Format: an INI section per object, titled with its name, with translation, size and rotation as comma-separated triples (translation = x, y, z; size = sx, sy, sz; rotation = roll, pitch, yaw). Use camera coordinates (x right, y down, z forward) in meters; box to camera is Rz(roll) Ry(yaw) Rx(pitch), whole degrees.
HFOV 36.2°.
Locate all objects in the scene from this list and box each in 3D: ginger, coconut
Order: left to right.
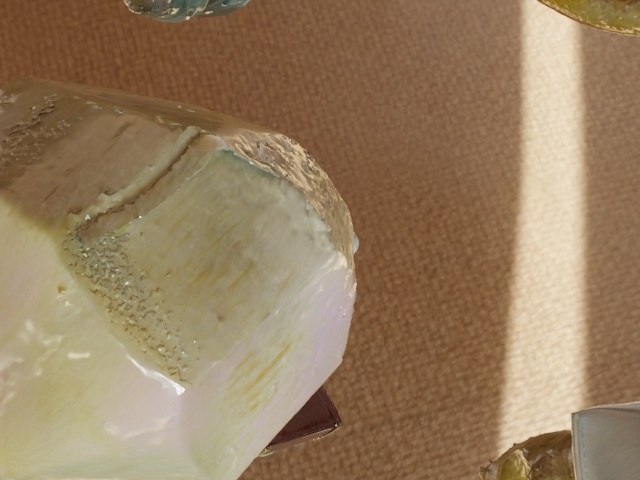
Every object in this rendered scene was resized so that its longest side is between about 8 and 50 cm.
[coconut]
translation = -0.155, 0.038, 0.732
size = 0.352, 0.352, 0.352
rotation = 1, 65, -2
[ginger]
translation = 0.236, 0.235, 0.936
size = 0.157, 0.216, 0.102
rotation = 11, 65, -25

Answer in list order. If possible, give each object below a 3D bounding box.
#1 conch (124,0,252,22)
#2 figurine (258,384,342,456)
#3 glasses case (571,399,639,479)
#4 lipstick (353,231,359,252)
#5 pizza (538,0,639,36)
[conch]
translation = -0.160, -0.335, 1.145
size = 0.220, 0.195, 0.277
rotation = -12, 35, 23
[figurine]
translation = -0.044, 0.224, 1.191
size = 0.154, 0.098, 0.082
rotation = -8, 52, -40
[glasses case]
translation = 0.302, 0.143, 0.667
size = 0.308, 0.083, 0.128
rotation = -7, 66, -35
[lipstick]
translation = 0.000, 0.000, 1.358
size = 0.040, 0.141, 0.040
rotation = -2, 86, 35
[pizza]
translation = 0.271, -0.230, 0.797
size = 0.271, 0.134, 0.056
rotation = 22, 48, 39
